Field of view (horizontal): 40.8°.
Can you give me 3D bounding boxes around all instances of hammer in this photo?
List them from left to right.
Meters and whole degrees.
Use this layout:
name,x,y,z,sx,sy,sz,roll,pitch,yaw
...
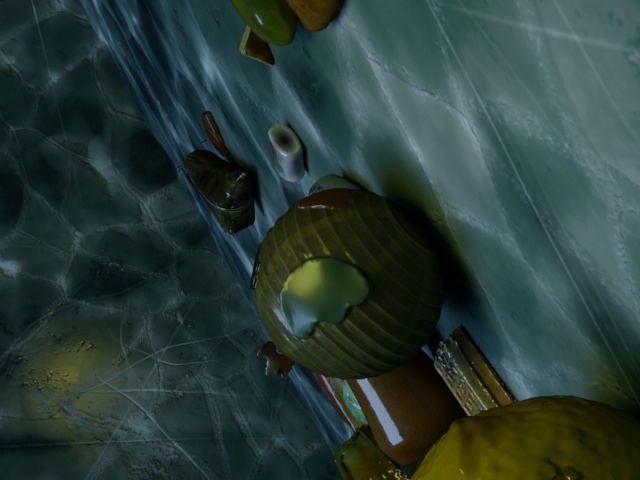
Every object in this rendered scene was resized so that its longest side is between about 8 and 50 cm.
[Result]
name,x,y,z,sx,sy,sz,roll,pitch,yaw
hammer,0.000,0.000,1.266,0.069,0.194,0.116,24,-173,-29

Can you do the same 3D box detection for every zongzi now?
name,x,y,z,sx,sy,sz,roll,pitch,yaw
zongzi,-0.236,-0.169,2.000,0.248,0.111,0.241,51,154,22

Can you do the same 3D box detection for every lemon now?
name,x,y,z,sx,sy,sz,roll,pitch,yaw
lemon,0.219,0.307,0.773,0.336,0.336,0.336,56,167,21

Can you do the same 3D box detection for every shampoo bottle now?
name,x,y,z,sx,sy,sz,roll,pitch,yaw
shampoo bottle,-0.056,-0.144,1.464,0.072,0.043,0.099,55,166,26

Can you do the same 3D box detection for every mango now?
name,x,y,z,sx,sy,sz,roll,pitch,yaw
mango,-0.093,-0.338,1.085,0.122,0.085,0.191,39,154,53

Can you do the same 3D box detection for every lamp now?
name,x,y,z,sx,sy,sz,roll,pitch,yaw
lamp,0.021,0.072,1.098,0.250,0.284,0.250,37,-161,-15

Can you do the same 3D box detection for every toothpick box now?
name,x,y,z,sx,sy,sz,roll,pitch,yaw
toothpick box,0.086,0.179,1.290,0.294,0.192,0.192,55,167,3

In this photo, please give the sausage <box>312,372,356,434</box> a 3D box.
name,x,y,z,sx,sy,sz,roll,pitch,yaw
sausage,0.075,0.367,1.962,0.348,0.094,0.097,57,180,9

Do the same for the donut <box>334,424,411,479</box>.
name,x,y,z,sx,sy,sz,roll,pitch,yaw
donut,0.117,0.493,1.657,0.272,0.107,0.272,56,168,18

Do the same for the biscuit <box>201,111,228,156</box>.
name,x,y,z,sx,sy,sz,roll,pitch,yaw
biscuit,-0.263,-0.265,2.080,0.119,0.019,0.130,53,165,31

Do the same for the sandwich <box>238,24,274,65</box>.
name,x,y,z,sx,sy,sz,roll,pitch,yaw
sandwich,-0.104,-0.298,1.321,0.031,0.044,0.083,28,148,60

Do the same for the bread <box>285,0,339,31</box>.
name,x,y,z,sx,sy,sz,roll,pitch,yaw
bread,-0.019,-0.291,0.978,0.154,0.054,0.136,55,169,38

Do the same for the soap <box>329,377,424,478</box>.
name,x,y,z,sx,sy,sz,roll,pitch,yaw
soap,0.130,0.370,1.756,0.274,0.089,0.173,40,156,56

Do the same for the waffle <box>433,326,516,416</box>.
name,x,y,z,sx,sy,sz,roll,pitch,yaw
waffle,0.210,0.198,1.159,0.148,0.042,0.102,56,167,24

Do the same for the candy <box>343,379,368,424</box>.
name,x,y,z,sx,sy,sz,roll,pitch,yaw
candy,0.095,0.173,1.500,0.119,0.119,0.440,51,155,39
